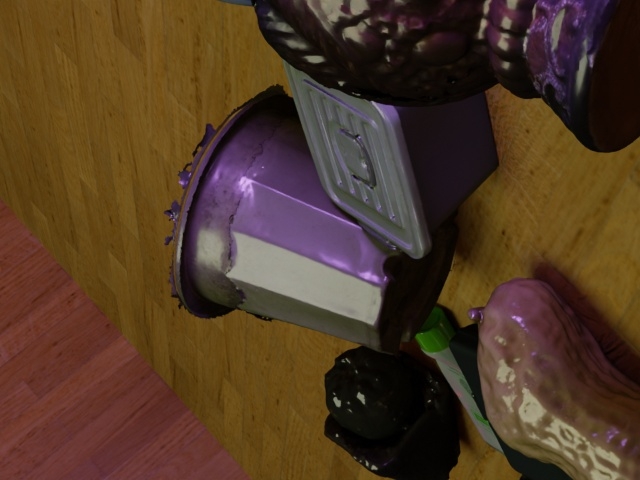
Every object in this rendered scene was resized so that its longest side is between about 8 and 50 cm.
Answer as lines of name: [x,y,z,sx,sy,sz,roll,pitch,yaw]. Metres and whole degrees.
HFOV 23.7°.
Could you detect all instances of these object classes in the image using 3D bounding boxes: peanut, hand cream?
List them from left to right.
hand cream: [0.193,0.195,1.997,0.275,0.050,0.079,58,-172,-33]
peanut: [0.266,0.177,1.617,0.291,0.143,0.159,47,138,14]

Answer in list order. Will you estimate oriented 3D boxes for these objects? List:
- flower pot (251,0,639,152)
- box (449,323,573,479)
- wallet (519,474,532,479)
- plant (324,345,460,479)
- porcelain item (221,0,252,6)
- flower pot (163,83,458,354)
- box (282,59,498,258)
flower pot: [0.129,-0.199,1.092,0.267,0.266,0.266,29,153,26]
box: [0.253,0.211,1.858,0.160,0.050,0.230,21,146,56]
wallet: [0.369,0.446,2.045,0.309,0.042,0.165,42,161,26]
plant: [0.103,0.247,2.119,0.142,0.164,0.256,35,171,49]
porcelain item: [-0.083,-0.347,1.402,0.405,0.178,0.243,32,153,40]
flower pot: [0.000,0.000,1.727,0.259,0.290,0.290,24,151,23]
box: [0.078,-0.120,1.521,0.163,0.135,0.243,34,154,39]
